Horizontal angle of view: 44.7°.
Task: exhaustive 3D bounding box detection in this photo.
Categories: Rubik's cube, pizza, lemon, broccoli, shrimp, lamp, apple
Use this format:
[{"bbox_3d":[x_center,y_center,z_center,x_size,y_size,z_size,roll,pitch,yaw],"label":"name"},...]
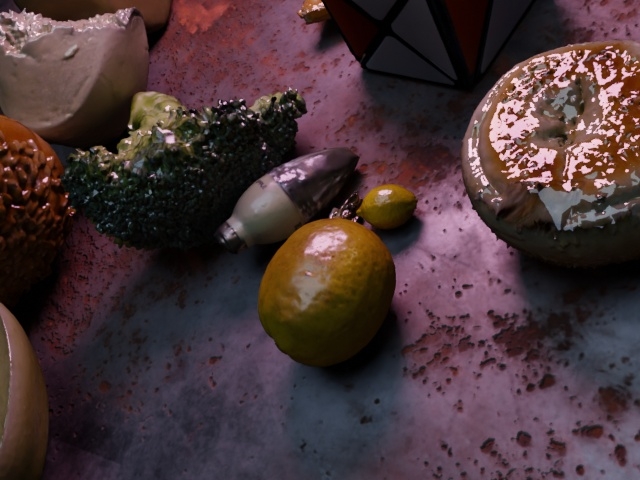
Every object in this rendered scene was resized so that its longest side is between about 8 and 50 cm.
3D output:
[{"bbox_3d":[0.160,-0.411,1.186,0.248,0.250,0.246,23,72,38],"label":"Rubik's cube"},{"bbox_3d":[0.037,-0.463,1.426,0.188,0.062,0.199,-20,43,1],"label":"pizza"},{"bbox_3d":[0.092,-0.047,1.092,0.092,0.065,0.065,-10,54,24],"label":"lemon"},{"bbox_3d":[0.009,0.062,0.996,0.170,0.170,0.207,15,63,37],"label":"lemon"},{"bbox_3d":[-0.265,-0.135,1.263,0.397,0.274,0.353,22,27,33],"label":"broccoli"},{"bbox_3d":[0.000,0.000,1.137,0.180,0.041,0.099,-49,32,-7],"label":"shrimp"},{"bbox_3d":[-0.047,-0.063,1.155,0.250,0.101,0.101,-37,46,-12],"label":"lamp"},{"bbox_3d":[-0.542,0.280,1.094,0.312,0.320,0.360,-9,49,-25],"label":"apple"}]

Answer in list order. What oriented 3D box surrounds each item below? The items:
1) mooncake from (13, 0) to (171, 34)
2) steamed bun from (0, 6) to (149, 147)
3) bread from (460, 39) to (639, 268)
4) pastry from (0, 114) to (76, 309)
[{"bbox_3d":[-0.488,-0.580,1.624,0.201,0.378,0.378,-17,51,26],"label":"mooncake"},{"bbox_3d":[-0.436,-0.317,1.430,0.272,0.273,0.290,-17,6,16],"label":"steamed bun"},{"bbox_3d":[0.314,-0.096,0.928,0.306,0.159,0.305,-14,52,18],"label":"bread"},{"bbox_3d":[-0.582,-0.016,1.275,0.245,0.409,0.409,30,76,23],"label":"pastry"}]
